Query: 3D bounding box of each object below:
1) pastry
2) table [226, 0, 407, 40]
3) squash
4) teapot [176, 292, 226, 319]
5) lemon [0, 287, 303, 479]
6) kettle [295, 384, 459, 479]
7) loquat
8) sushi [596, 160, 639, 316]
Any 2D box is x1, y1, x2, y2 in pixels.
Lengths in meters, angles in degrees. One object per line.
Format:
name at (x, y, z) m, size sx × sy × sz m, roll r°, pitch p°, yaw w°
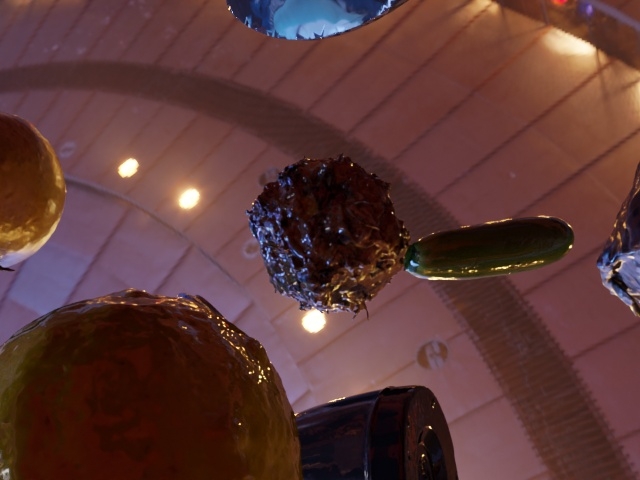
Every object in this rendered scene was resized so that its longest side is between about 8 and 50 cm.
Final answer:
pastry at (0.000, 0.000, 1.371) m, size 0.275 × 0.274 × 0.193 m, roll 10°, pitch -142°, yaw 34°
table at (-0.104, -0.298, 0.717) m, size 0.317 × 0.249 × 0.317 m, roll 3°, pitch -87°, yaw 53°
squash at (0.260, 0.012, 1.321) m, size 0.293 × 0.082 × 0.082 m, roll -8°, pitch -141°, yaw -24°
teapot at (-0.229, 0.182, 1.529) m, size 0.159 × 0.159 × 0.232 m, roll -48°, pitch -147°, yaw -16°
lemon at (-0.144, 0.194, 0.660) m, size 0.286 × 0.285 × 0.316 m, roll 3°, pitch -133°, yaw 30°
kettle at (0.013, 0.290, 1.053) m, size 0.271 × 0.251 × 0.207 m, roll -11°, pitch -111°, yaw 21°
loquat at (-0.530, -0.066, 1.351) m, size 0.275 × 0.274 × 0.274 m, roll -15°, pitch -133°, yaw 17°
sushi at (0.453, -0.031, 0.883) m, size 0.300 × 0.281 × 0.294 m, roll 23°, pitch -99°, yaw 21°
